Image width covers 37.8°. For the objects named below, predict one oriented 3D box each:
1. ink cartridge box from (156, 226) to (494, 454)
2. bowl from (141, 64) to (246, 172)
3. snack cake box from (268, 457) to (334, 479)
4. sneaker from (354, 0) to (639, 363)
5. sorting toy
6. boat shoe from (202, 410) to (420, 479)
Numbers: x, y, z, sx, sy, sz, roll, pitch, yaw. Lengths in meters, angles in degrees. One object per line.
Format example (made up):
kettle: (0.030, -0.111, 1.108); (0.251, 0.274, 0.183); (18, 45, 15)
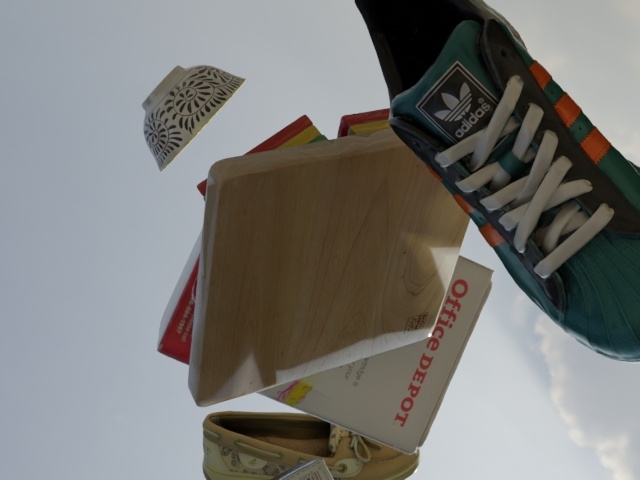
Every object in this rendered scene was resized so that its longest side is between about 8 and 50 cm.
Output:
ink cartridge box: (0.001, 0.071, 1.040); (0.306, 0.226, 0.131); (25, 179, -12)
bowl: (-0.183, -0.178, 1.236); (0.080, 0.170, 0.170); (42, -150, -11)
snack cake box: (-0.085, 0.299, 0.725); (0.264, 0.089, 0.152); (-24, -99, -20)
sneaker: (0.108, -0.054, 0.564); (0.121, 0.108, 0.302); (16, -144, -49)
sorting toy: (0.000, 0.000, 0.824); (0.255, 0.257, 0.089); (-13, -134, -27)
boat shoe: (-0.011, 0.266, 1.206); (0.285, 0.089, 0.105); (-2, -154, -5)
